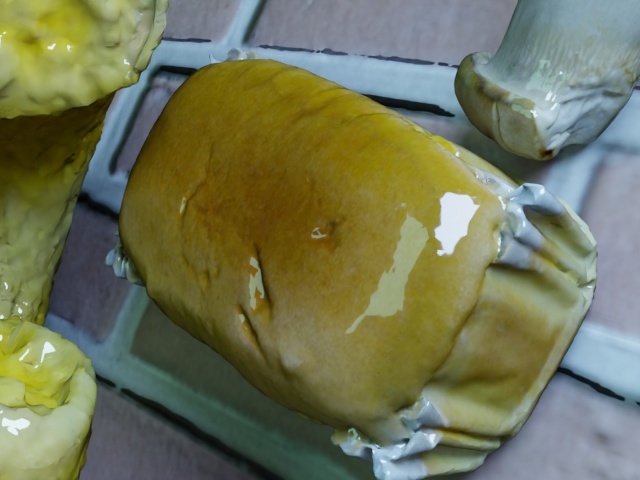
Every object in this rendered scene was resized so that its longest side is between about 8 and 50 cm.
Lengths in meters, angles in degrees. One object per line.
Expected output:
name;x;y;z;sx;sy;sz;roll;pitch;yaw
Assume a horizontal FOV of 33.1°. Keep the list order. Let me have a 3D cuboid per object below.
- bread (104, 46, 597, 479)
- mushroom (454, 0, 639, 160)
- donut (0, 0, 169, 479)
bread;0.000;0.000;0.494;0.241;0.107;0.136;31;94;49
mushroom;0.142;-0.133;0.448;0.225;0.093;0.116;-67;22;6
donut;-0.199;0.013;0.567;0.377;0.163;0.435;140;137;-64
